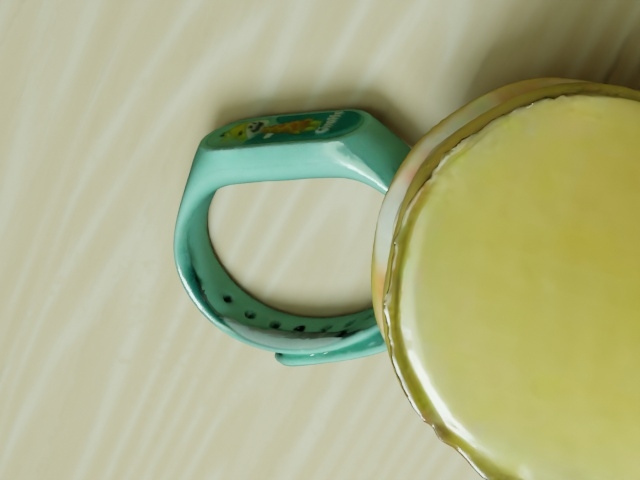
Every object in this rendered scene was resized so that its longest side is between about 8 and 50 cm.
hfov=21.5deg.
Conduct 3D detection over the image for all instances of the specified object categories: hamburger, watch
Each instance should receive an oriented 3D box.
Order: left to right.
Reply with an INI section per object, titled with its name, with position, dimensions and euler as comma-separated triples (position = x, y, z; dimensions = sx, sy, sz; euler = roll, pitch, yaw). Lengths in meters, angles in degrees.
[watch]
position = 0.000, 0.000, 1.247
dimensions = 0.237, 0.068, 0.195
euler = -5, 115, 27
[hamburger]
position = 0.183, 0.029, 1.101
dimensions = 0.302, 0.186, 0.261
euler = 13, 99, -1
